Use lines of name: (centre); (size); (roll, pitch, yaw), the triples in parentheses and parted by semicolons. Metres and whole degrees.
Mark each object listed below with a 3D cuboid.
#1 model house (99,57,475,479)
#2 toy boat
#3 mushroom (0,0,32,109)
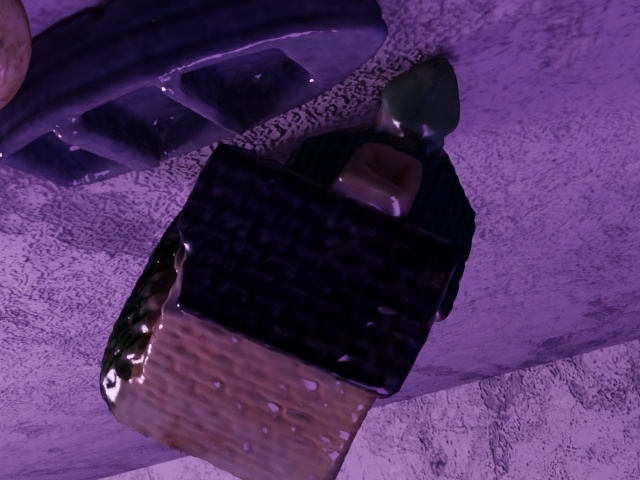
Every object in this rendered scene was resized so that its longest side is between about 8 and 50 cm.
model house: (0.002, 0.002, 0.820); (0.243, 0.298, 0.284); (27, 135, -3)
toy boat: (-0.090, -0.113, 0.706); (0.283, 0.078, 0.127); (-19, 160, 19)
mushroom: (-0.233, -0.112, 0.567); (0.148, 0.112, 0.148); (-19, 160, -7)
